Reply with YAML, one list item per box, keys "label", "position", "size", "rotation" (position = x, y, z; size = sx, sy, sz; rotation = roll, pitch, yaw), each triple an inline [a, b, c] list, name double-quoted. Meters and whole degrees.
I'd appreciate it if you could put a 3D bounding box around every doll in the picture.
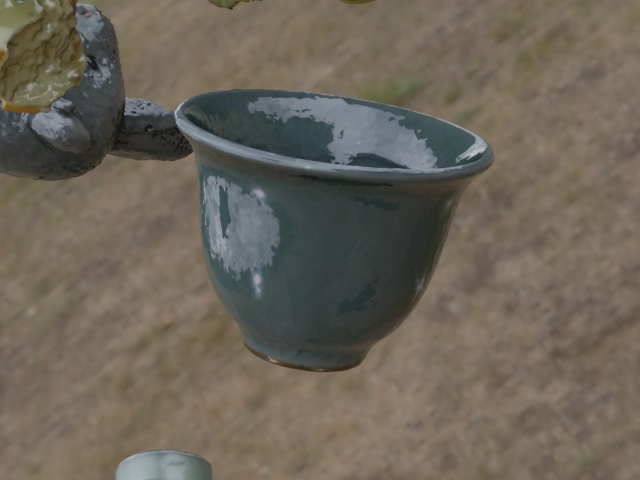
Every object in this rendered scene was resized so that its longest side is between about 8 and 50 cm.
- label: "doll"
  position: [-0.231, -0.146, 1.592]
  size: [0.158, 0.246, 0.340]
  rotation: [-68, -16, 12]

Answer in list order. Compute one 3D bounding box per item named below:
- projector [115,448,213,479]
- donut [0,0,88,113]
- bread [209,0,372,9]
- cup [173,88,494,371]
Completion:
- label: "projector"
  position: [-0.152, 0.386, 1.779]
  size: [0.108, 0.108, 0.337]
  rotation: [-27, 55, 32]
- label: "donut"
  position: [-0.164, -0.138, 0.789]
  size: [0.065, 0.108, 0.166]
  rotation: [-50, -23, -33]
- label: "bread"
  position: [-0.030, -0.253, 1.229]
  size: [0.251, 0.174, 0.133]
  rotation: [7, 65, 54]
- label: "cup"
  position: [0.000, 0.000, 1.089]
  size: [0.199, 0.150, 0.199]
  rotation: [7, 16, -2]
